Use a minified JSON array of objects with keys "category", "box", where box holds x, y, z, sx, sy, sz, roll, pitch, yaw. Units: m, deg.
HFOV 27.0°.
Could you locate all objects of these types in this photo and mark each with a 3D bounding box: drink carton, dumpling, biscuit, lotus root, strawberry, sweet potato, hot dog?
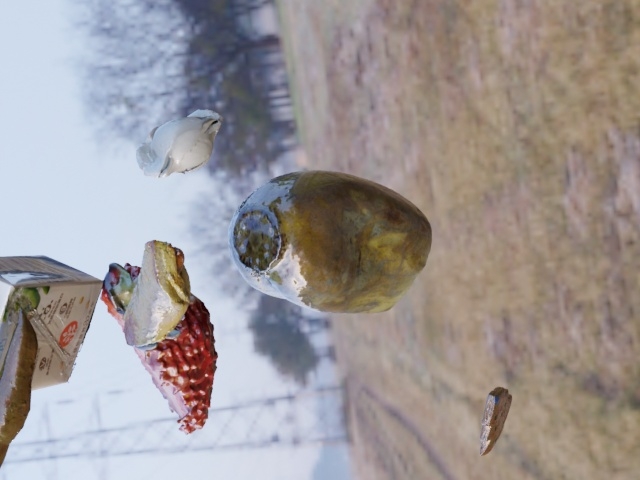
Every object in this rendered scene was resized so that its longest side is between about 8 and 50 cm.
[{"category":"drink carton","box":[-0.485,0.131,2.084,0.324,0.132,0.194,-1,-70,-76]},{"category":"dumpling","box":[-0.269,-0.185,2.521,0.127,0.188,0.108,31,159,52]},{"category":"biscuit","box":[0.280,0.281,2.128,0.119,0.019,0.130,-63,-25,-26]},{"category":"lotus root","box":[0.000,0.000,2.201,0.346,0.250,0.250,5,-105,-51]},{"category":"strawberry","box":[-0.230,0.162,2.101,0.233,0.138,0.306,49,167,37]},{"category":"sweet potato","box":[-0.439,0.230,1.860,0.067,0.067,0.274,78,-153,-85]},{"category":"hot dog","box":[-0.177,0.061,1.503,0.078,0.061,0.169,62,144,34]}]
